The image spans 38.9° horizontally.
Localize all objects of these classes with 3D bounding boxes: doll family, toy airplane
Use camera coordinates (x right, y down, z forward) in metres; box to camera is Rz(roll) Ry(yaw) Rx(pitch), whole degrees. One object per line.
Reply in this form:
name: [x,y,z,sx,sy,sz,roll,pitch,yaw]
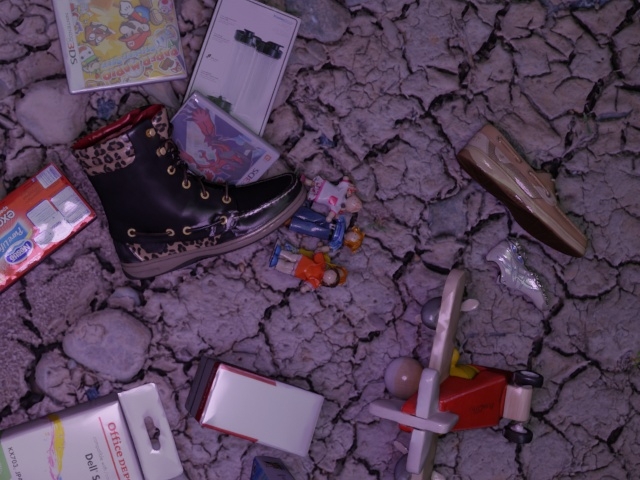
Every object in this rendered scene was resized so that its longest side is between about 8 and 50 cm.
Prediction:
doll family: [0.000,0.000,1.796,0.163,0.118,0.263,21,66,-6]
toy airplane: [0.217,0.301,1.746,0.386,0.272,0.384,-49,132,-23]

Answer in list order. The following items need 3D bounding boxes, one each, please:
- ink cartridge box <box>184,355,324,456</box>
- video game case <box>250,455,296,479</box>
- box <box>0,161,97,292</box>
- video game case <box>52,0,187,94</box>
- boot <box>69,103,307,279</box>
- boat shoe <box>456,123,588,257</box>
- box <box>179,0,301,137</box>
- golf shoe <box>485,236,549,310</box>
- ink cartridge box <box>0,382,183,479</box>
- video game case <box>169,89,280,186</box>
ink cartridge box: [-0.130,0.298,1.663,0.197,0.273,0.114,20,81,-12]
video game case: [-0.102,0.557,1.675,0.061,0.244,0.269,9,86,-13]
box: [-0.544,-0.012,1.647,0.257,0.122,0.128,-41,97,-11]
video game case: [-0.386,-0.398,1.744,0.227,0.026,0.206,-11,91,-14]
boot: [-0.240,-0.113,1.647,0.377,0.138,0.284,-20,116,6]
boat shoe: [0.441,-0.101,1.883,0.341,0.121,0.110,42,81,-8]
box: [-0.163,-0.320,1.763,0.169,0.087,0.290,18,85,-12]
golf shoe: [0.414,0.081,1.912,0.086,0.069,0.176,-31,93,8]
ink cartridge box: [-0.442,0.412,1.662,0.353,0.119,0.207,-18,93,-13]
video game case: [-0.210,-0.159,1.712,0.201,0.023,0.183,35,118,-21]
